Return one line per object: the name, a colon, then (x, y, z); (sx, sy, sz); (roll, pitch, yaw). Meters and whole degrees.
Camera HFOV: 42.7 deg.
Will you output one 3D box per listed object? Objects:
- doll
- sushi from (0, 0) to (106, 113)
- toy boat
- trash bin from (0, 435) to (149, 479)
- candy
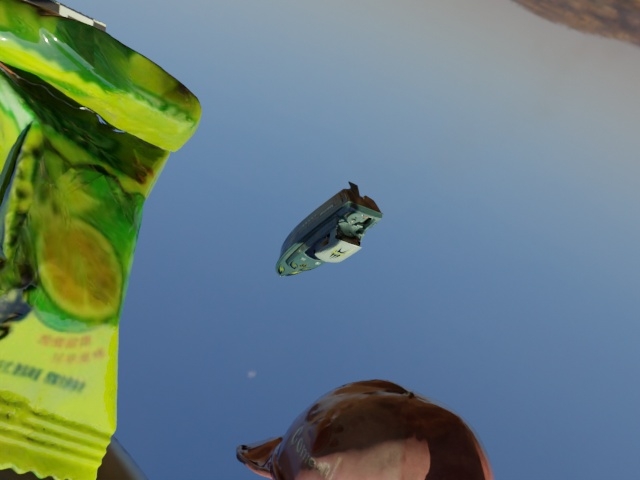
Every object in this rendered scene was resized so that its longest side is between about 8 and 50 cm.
doll: (0.029, 0.210, 0.517); (0.196, 0.256, 0.152); (8, -158, 32)
sushi: (-0.582, -0.339, 1.504); (0.359, 0.343, 0.064); (25, -123, -6)
toy boat: (0.000, 0.000, 0.872); (0.055, 0.141, 0.060); (18, -134, -40)
trash bin: (-0.208, 0.267, 0.629); (0.262, 0.217, 0.277); (40, 164, 32)
candy: (-0.152, 0.001, 0.452); (0.069, 0.247, 0.149); (-9, 155, 38)
